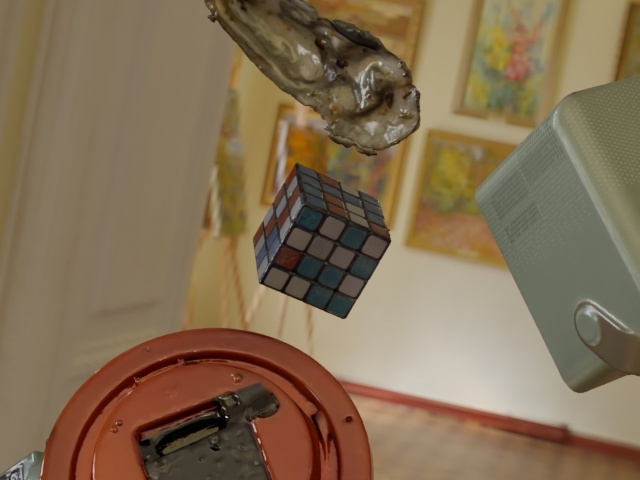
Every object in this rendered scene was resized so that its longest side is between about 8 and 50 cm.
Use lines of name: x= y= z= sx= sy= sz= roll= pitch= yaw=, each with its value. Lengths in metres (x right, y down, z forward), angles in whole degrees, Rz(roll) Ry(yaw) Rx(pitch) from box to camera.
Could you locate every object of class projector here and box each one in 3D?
projector: x=0.258 y=0.004 z=1.163 sx=0.163 sy=0.242 sz=0.177 roll=-18 pitch=-18 yaw=-26

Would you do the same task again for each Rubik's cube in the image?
Rubik's cube: x=0.000 y=0.000 z=1.292 sx=0.092 sy=0.092 sz=0.092 roll=23 pitch=22 yaw=-17

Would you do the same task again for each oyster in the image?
oyster: x=-0.021 y=-0.236 z=1.628 sx=0.345 sy=0.128 sz=0.078 roll=40 pitch=36 yaw=5

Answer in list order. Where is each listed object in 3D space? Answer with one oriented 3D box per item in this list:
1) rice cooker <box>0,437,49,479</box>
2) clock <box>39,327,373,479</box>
rice cooker: x=-0.147 y=0.316 z=1.119 sx=0.264 sy=0.316 sz=0.317 roll=-34 pitch=-25 yaw=33
clock: x=-0.070 y=0.142 z=0.859 sx=0.205 sy=0.205 sz=0.051 roll=12 pitch=-33 yaw=12
